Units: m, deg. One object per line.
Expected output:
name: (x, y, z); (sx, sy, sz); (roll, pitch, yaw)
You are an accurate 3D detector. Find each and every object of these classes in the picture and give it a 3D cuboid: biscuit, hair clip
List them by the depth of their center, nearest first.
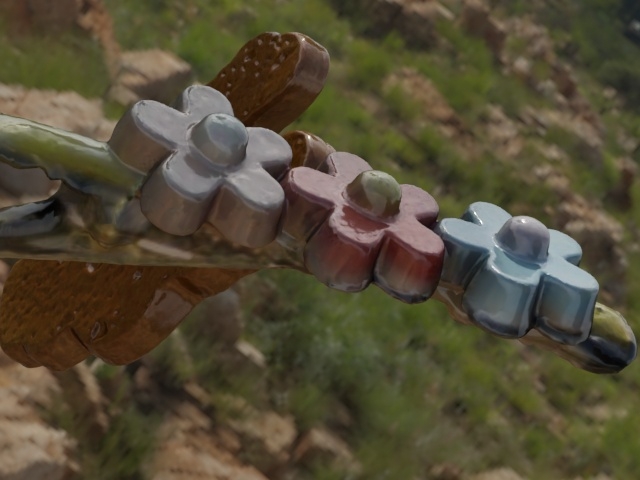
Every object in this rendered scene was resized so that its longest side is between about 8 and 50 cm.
hair clip: (0.002, -0.006, 0.445); (0.214, 0.056, 0.062); (10, 33, -9)
biscuit: (-0.114, -0.012, 1.084); (0.047, 0.334, 0.202); (34, 34, -37)
